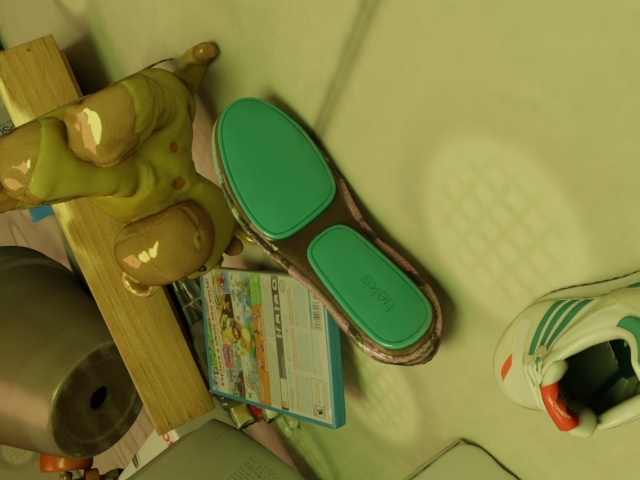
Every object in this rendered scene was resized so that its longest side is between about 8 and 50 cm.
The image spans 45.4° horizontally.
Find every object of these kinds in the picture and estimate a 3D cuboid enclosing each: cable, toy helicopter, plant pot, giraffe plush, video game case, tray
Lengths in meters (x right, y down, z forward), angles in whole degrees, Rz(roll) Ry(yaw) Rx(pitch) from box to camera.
[{"bbox_3d":[-0.104,0.081,0.798,0.139,0.072,0.287,81,163,-63],"label":"cable"},{"bbox_3d":[-0.265,0.392,1.198,0.355,0.235,0.140,-14,74,39],"label":"toy helicopter"},{"bbox_3d":[-0.433,0.197,1.202,0.280,0.323,0.323,17,131,31],"label":"plant pot"},{"bbox_3d":[-0.136,-0.036,0.592,0.181,0.210,0.171,-12,111,36],"label":"giraffe plush"},{"bbox_3d":[-0.045,0.085,0.649,0.166,0.015,0.119,3,100,46],"label":"video game case"},{"bbox_3d":[-0.239,-0.009,0.850,0.411,0.076,0.203,70,166,-14],"label":"tray"}]

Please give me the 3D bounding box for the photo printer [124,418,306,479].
[{"bbox_3d":[-0.082,0.301,0.687,0.256,0.307,0.107,40,108,9],"label":"photo printer"}]

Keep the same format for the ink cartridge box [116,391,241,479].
[{"bbox_3d":[-0.169,0.316,0.973,0.148,0.086,0.203,50,126,19],"label":"ink cartridge box"}]

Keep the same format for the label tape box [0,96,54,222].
[{"bbox_3d":[-0.525,-0.173,1.140,0.249,0.115,0.348,-10,109,56],"label":"label tape box"}]

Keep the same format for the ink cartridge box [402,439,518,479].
[{"bbox_3d":[0.124,0.328,0.531,0.226,0.131,0.306,36,144,40],"label":"ink cartridge box"}]

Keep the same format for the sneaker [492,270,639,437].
[{"bbox_3d":[0.117,0.058,0.358,0.057,0.075,0.161,59,152,5],"label":"sneaker"}]

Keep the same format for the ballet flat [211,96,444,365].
[{"bbox_3d":[0.000,0.000,0.517,0.221,0.077,0.079,50,169,21],"label":"ballet flat"}]
